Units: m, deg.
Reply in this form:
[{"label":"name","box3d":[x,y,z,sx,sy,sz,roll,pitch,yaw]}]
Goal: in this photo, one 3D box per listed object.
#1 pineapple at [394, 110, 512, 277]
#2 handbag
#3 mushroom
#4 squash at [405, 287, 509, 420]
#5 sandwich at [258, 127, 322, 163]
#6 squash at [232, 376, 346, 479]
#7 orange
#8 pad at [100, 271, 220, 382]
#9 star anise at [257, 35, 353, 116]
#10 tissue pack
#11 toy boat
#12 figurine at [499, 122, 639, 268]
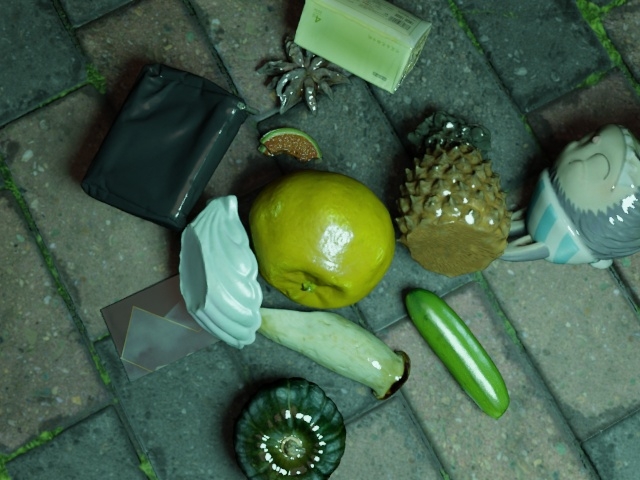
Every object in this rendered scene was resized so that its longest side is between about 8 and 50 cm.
[{"label":"pineapple","box3d":[0.255,-0.126,1.369,0.223,0.223,0.357,6,55,1]},{"label":"handbag","box3d":[-0.278,-0.167,1.388,0.275,0.178,0.301,23,79,19]},{"label":"mushroom","box3d":[0.017,0.193,1.371,0.333,0.087,0.107,28,82,7]},{"label":"squash","box3d":[0.266,0.211,1.367,0.082,0.082,0.292,-37,84,-6]},{"label":"sandwich","box3d":[-0.058,-0.196,1.465,0.135,0.029,0.067,14,86,1]},{"label":"squash","box3d":[-0.058,0.359,1.294,0.218,0.172,0.218,-2,84,19]},{"label":"orange","box3d":[0.000,0.000,1.308,0.279,0.279,0.235,16,67,3]},{"label":"pad","box3d":[-0.301,0.159,1.416,0.243,0.004,0.163,-25,81,-5]},{"label":"star anise","box3d":[-0.030,-0.352,1.475,0.182,0.065,0.195,-27,73,-10]},{"label":"tissue pack","box3d":[0.088,-0.416,1.428,0.234,0.125,0.159,27,41,5]},{"label":"toy boat","box3d":[-0.195,0.062,1.320,0.100,0.199,0.290,-3,89,-38]},{"label":"figurine","box3d":[0.515,-0.073,1.369,0.378,0.361,0.266,-7,74,33]}]
